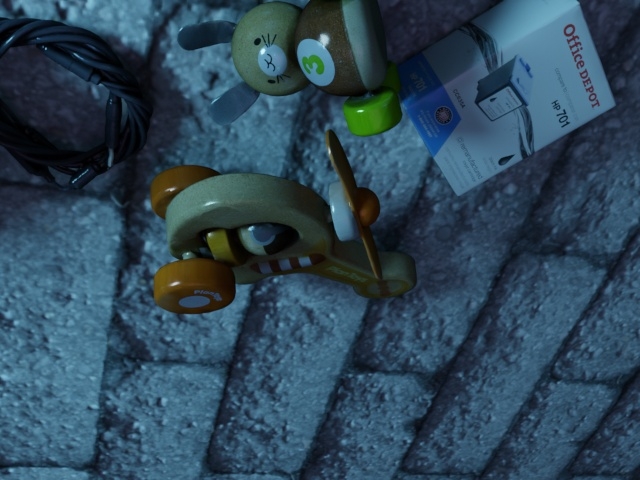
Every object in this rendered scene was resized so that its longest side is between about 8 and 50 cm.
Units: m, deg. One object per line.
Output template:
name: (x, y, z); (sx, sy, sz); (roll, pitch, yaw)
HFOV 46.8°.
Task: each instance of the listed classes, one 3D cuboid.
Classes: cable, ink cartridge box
cable: (-0.253, -0.135, 0.712); (0.150, 0.047, 0.184); (-24, 128, 9)
ink cartridge box: (0.188, -0.158, 0.772); (0.190, 0.082, 0.139); (-30, 128, 13)

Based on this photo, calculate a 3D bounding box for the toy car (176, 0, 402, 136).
toy car: (-0.034, -0.174, 0.682); (0.188, 0.149, 0.155); (-12, 119, 13)

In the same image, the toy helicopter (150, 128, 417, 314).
toy helicopter: (0.000, 0.000, 0.815); (0.235, 0.140, 0.355); (-27, 148, 34)
